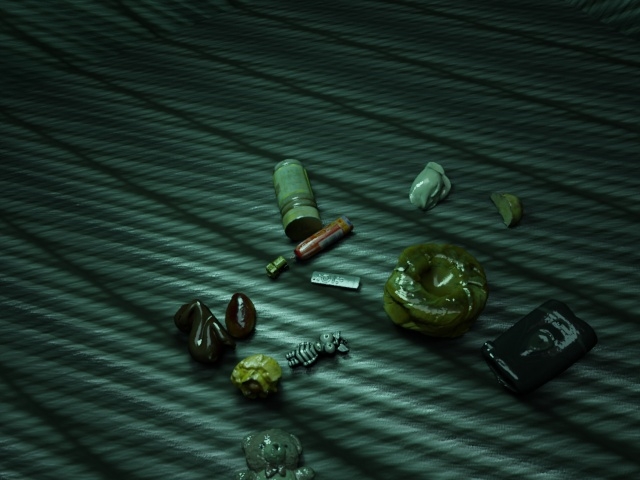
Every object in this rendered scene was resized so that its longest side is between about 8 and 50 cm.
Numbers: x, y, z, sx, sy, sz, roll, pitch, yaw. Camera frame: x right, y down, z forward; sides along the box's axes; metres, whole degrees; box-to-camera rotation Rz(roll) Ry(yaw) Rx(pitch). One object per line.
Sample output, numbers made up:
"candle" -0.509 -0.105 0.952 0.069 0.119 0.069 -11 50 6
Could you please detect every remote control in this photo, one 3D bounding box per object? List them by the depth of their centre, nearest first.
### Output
"remote control" 0.057 0.151 1.812 0.184 0.027 0.049 7 56 17

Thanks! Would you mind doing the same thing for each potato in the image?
"potato" 0.746 -0.147 1.891 0.089 0.100 0.171 -10 53 -6

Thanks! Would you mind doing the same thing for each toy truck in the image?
"toy truck" -0.169 0.102 1.851 0.083 0.054 0.049 -40 61 -18

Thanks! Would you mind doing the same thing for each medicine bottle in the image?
"medicine bottle" -0.101 -0.172 1.968 0.151 0.151 0.322 -14 56 -3

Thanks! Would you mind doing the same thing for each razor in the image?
"razor" 0.699 0.340 1.556 0.349 0.113 0.204 -30 57 -11

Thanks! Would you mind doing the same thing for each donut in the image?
"donut" 0.392 0.171 1.677 0.361 0.170 0.360 -2 51 2

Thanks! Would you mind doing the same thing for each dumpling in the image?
"dumpling" 0.447 -0.211 1.965 0.151 0.124 0.228 42 71 -11

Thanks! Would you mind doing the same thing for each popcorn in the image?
"popcorn" -0.204 0.442 1.577 0.167 0.148 0.152 -23 25 7

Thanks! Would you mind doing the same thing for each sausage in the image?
"sausage" 0.000 0.000 1.891 0.274 0.074 0.074 -34 59 -14

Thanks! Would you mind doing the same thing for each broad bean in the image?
"broad bean" -0.289 0.271 1.739 0.114 0.084 0.165 -6 61 22

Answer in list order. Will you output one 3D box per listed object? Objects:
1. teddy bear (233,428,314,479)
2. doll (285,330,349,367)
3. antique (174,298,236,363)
"teddy bear" -0.134 0.686 1.403 0.236 0.151 0.267 9 58 -12
"doll" -0.011 0.371 1.647 0.220 0.067 0.091 -19 52 -8
"antique" -0.422 0.319 1.703 0.143 0.121 0.257 -39 67 -8
